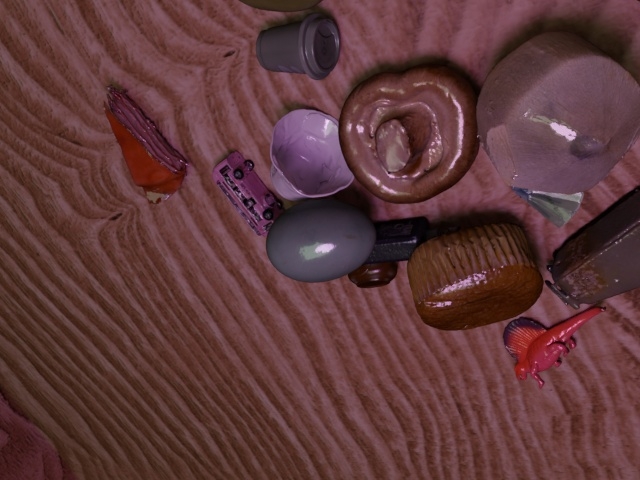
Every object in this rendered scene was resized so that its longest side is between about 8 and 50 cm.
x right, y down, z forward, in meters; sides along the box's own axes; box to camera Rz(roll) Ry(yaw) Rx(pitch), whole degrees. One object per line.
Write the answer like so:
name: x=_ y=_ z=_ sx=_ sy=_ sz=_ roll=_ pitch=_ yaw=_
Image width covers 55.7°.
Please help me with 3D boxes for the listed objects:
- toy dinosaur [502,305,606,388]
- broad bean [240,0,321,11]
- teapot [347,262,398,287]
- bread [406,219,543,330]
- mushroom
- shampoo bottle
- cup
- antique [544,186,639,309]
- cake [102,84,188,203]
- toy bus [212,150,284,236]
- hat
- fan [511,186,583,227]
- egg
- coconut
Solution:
toy dinosaur: x=0.489 y=0.204 z=1.331 sx=0.139 sy=0.070 sz=0.286 roll=40 pitch=129 yaw=23
broad bean: x=-0.097 y=-0.501 z=1.069 sx=0.263 sy=0.121 sz=0.189 roll=22 pitch=131 yaw=6
teapot: x=0.121 y=0.061 z=1.371 sx=0.098 sy=0.078 sz=0.129 roll=13 pitch=157 yaw=-42
bread: x=0.305 y=0.077 z=1.206 sx=0.254 sy=0.142 sz=0.227 roll=-18 pitch=146 yaw=6
mushroom: x=0.164 y=-0.202 z=1.139 sx=0.278 sy=0.146 sz=0.278 roll=10 pitch=115 yaw=23
shampoo bottle: x=0.149 y=0.004 z=1.306 sx=0.310 sy=0.098 sz=0.071 roll=-5 pitch=114 yaw=25
cup: x=-0.046 y=-0.366 z=1.144 sx=0.141 sy=0.120 sz=0.120 roll=10 pitch=125 yaw=29
antique: x=0.555 y=0.019 z=1.128 sx=0.150 sy=0.125 sz=0.284 roll=45 pitch=127 yaw=-9
cake: x=-0.403 y=-0.226 z=1.394 sx=0.135 sy=0.098 sz=0.287 roll=-7 pitch=123 yaw=28
toy bus: x=-0.162 y=-0.104 z=1.390 sx=0.090 sy=0.063 sz=0.203 roll=-28 pitch=105 yaw=37
hat: x=-0.031 y=-0.156 z=1.247 sx=0.203 sy=0.203 sz=0.126 roll=38 pitch=151 yaw=-4
fan: x=0.427 y=-0.127 z=1.163 sx=0.131 sy=0.009 sz=0.240 roll=-27 pitch=107 yaw=31
egg: x=0.000 y=0.000 z=1.228 sx=0.231 sy=0.168 sz=0.168 roll=-11 pitch=117 yaw=18
coconut: x=0.379 y=-0.192 z=0.971 sx=0.245 sy=0.247 sz=0.245 roll=-1 pitch=127 yaw=-1
